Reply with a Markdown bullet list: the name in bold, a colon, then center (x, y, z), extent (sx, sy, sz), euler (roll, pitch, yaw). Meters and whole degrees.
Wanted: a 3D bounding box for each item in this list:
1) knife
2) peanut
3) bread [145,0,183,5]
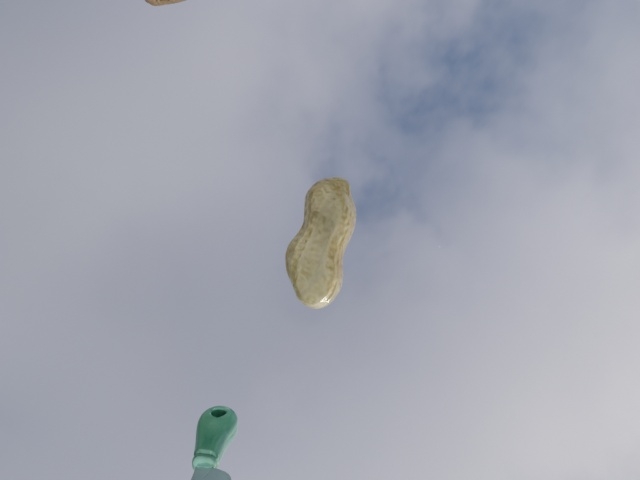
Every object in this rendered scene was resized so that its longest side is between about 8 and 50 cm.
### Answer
- **knife**: center (-0.140, 0.295, 0.878), extent (0.063, 0.260, 0.035), euler (2, -65, 1)
- **peanut**: center (0.000, 0.000, 1.393), extent (0.125, 0.111, 0.275), euler (-1, -115, 38)
- **bread**: center (-0.297, -0.518, 1.363), extent (0.140, 0.128, 0.069), euler (-7, -111, 21)
